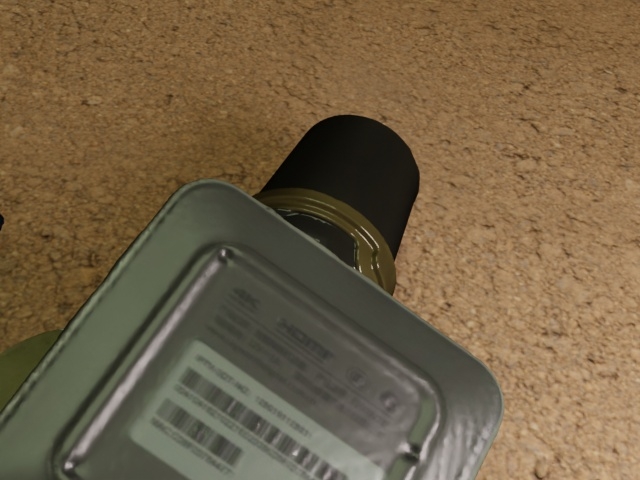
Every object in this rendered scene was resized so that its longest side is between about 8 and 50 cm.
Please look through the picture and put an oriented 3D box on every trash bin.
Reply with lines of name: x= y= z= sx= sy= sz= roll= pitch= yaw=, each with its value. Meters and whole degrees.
trash bin: x=0.000 y=0.000 z=1.139 sx=0.214 sy=0.214 sz=0.334 roll=18 pitch=42 yaw=10

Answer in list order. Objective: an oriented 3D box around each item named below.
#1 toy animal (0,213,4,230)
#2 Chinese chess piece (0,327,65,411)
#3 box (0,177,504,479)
toy animal: x=-0.491 y=0.049 z=1.122 sx=0.239 sy=0.176 sz=0.255 roll=35 pitch=85 yaw=30
Chinese chess piece: x=-0.249 y=0.206 z=0.973 sx=0.250 sy=0.101 sz=0.250 roll=4 pitch=44 yaw=-4
box: x=-0.064 y=0.186 z=0.877 sx=0.396 sy=0.111 sz=0.396 roll=35 pitch=63 yaw=-4
